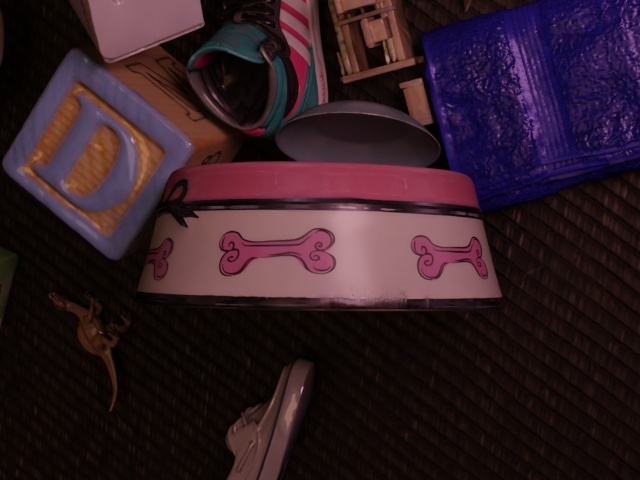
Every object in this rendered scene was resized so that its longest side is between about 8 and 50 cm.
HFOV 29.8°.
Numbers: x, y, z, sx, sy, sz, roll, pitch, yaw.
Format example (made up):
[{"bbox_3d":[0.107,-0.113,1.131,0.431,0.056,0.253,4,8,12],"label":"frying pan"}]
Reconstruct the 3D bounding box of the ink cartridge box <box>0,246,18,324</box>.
[{"bbox_3d":[-0.540,0.116,1.600,0.115,0.273,0.198,24,109,12],"label":"ink cartridge box"}]

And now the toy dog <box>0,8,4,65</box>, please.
[{"bbox_3d":[-0.645,-0.251,1.551,0.408,0.284,0.395,44,111,7],"label":"toy dog"}]

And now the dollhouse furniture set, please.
[{"bbox_3d":[0.051,-0.207,1.387,0.101,0.161,0.182,-12,97,21],"label":"dollhouse furniture set"}]

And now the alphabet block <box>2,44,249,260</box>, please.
[{"bbox_3d":[-0.233,-0.118,1.485,0.193,0.197,0.192,41,112,6],"label":"alphabet block"}]

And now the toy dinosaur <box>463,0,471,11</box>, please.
[{"bbox_3d":[0.195,-0.406,1.317,0.160,0.121,0.313,16,103,28],"label":"toy dinosaur"}]

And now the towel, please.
[{"bbox_3d":[0.278,-0.168,1.367,0.308,0.076,0.227,-15,98,21],"label":"towel"}]

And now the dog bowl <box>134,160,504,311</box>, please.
[{"bbox_3d":[0.000,0.000,1.341,0.408,0.408,0.150,0,87,19],"label":"dog bowl"}]

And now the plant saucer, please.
[{"bbox_3d":[0.045,-0.126,1.414,0.195,0.195,0.037,-1,71,19],"label":"plant saucer"}]

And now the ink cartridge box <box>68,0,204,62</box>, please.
[{"bbox_3d":[-0.257,-0.384,1.341,0.129,0.223,0.307,-24,54,-14],"label":"ink cartridge box"}]

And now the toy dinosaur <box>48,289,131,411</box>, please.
[{"bbox_3d":[-0.299,0.134,1.654,0.092,0.053,0.183,-38,81,38],"label":"toy dinosaur"}]

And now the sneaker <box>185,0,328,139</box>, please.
[{"bbox_3d":[-0.087,-0.252,1.409,0.124,0.178,0.295,-7,100,29],"label":"sneaker"}]

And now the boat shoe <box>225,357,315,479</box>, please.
[{"bbox_3d":[-0.080,0.264,1.583,0.088,0.096,0.267,22,117,8],"label":"boat shoe"}]
